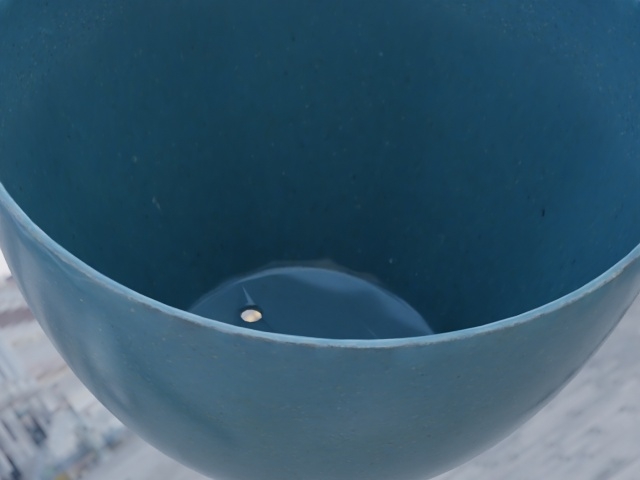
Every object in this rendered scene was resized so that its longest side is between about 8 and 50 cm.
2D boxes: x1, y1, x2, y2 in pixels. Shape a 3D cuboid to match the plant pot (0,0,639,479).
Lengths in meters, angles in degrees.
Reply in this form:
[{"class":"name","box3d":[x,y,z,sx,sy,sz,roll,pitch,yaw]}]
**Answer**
[{"class":"plant pot","box3d":[0.000,0.000,0.724,0.290,0.290,0.195,-34,-33,-33]}]
